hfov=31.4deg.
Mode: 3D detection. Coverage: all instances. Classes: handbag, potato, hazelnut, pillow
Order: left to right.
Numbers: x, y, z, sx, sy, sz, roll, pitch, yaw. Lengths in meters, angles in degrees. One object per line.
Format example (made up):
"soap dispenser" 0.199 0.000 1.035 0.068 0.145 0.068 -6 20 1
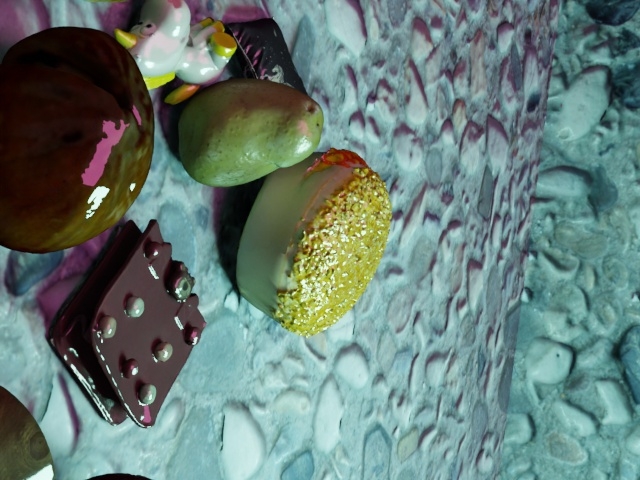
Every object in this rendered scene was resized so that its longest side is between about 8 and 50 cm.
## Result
"hazelnut" -0.271 -0.101 1.208 0.217 0.217 0.252 61 42 -46
"handbag" -0.231 0.108 1.453 0.216 0.074 0.203 -61 144 -39
"potato" -0.092 -0.148 1.549 0.157 0.194 0.157 -4 90 -73
"pillow" -0.064 -0.231 1.686 0.208 0.055 0.141 67 25 -2

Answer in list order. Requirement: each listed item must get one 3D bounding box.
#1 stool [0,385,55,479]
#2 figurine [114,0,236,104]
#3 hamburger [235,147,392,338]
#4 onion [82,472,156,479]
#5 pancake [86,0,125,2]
"stool" -0.397 0.253 1.052 0.264 0.179 0.179 -30 120 -57
"figurine" -0.195 -0.246 1.460 0.178 0.109 0.130 21 97 -58
"hamburger" 0.000 0.000 1.713 0.294 0.179 0.276 -67 160 -13
"onion" -0.235 0.419 1.268 0.337 0.281 0.260 -63 147 -36
"pancake" -0.171 -0.358 1.339 0.049 0.282 0.282 61 32 2
